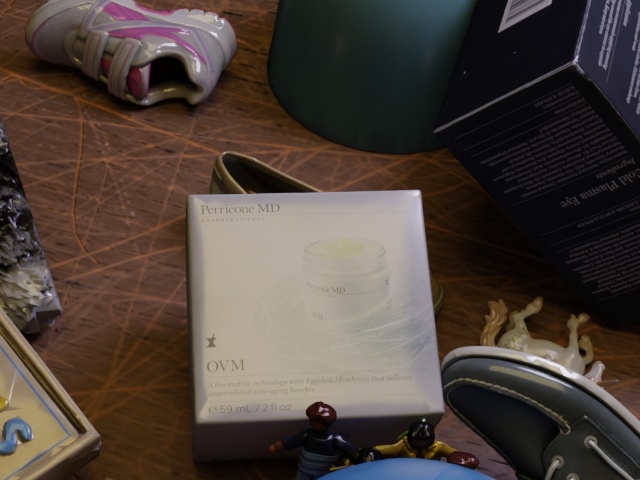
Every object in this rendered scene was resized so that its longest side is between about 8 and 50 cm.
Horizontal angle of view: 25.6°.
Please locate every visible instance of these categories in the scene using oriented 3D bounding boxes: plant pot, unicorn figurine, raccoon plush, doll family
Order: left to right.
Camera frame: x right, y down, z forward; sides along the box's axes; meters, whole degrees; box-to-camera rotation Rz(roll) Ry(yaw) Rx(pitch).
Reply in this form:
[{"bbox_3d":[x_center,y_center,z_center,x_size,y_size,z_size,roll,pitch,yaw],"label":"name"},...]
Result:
[{"bbox_3d":[-0.472,-0.079,1.446,0.299,0.216,0.446,-18,51,-11],"label":"raccoon plush"},{"bbox_3d":[0.053,0.198,1.216,0.192,0.111,0.076,0,33,-9],"label":"doll family"},{"bbox_3d":[0.086,-0.287,1.664,0.292,0.235,0.293,2,46,-2],"label":"plant pot"},{"bbox_3d":[0.237,0.114,1.425,0.161,0.060,0.111,6,42,25],"label":"unicorn figurine"}]

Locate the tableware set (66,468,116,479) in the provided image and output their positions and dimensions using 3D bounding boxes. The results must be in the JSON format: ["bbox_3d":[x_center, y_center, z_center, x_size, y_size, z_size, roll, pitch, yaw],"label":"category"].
[{"bbox_3d":[-0.229,0.264,1.242,0.194,0.039,0.128,19,51,13],"label":"tableware set"}]

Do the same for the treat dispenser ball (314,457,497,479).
[{"bbox_3d":[0.060,0.297,0.986,0.288,0.288,0.288,3,46,-3],"label":"treat dispenser ball"}]

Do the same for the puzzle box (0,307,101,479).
[{"bbox_3d":[-0.421,0.106,1.257,0.272,0.052,0.409,-34,70,-27],"label":"puzzle box"}]

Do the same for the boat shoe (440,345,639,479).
[{"bbox_3d":[0.237,0.209,1.256,0.319,0.116,0.099,33,52,0],"label":"boat shoe"}]

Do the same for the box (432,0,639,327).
[{"bbox_3d":[0.311,-0.146,1.483,0.312,0.179,0.343,45,43,-23],"label":"box"}]

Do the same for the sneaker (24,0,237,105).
[{"bbox_3d":[-0.229,-0.224,1.664,0.252,0.103,0.111,6,45,1],"label":"sneaker"}]

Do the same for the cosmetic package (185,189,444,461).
[{"bbox_3d":[-0.013,0.079,1.326,0.224,0.138,0.225,-2,66,-7],"label":"cosmetic package"}]

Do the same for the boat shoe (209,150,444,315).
[{"bbox_3d":[0.000,0.000,1.481,0.285,0.089,0.104,25,48,16],"label":"boat shoe"}]
